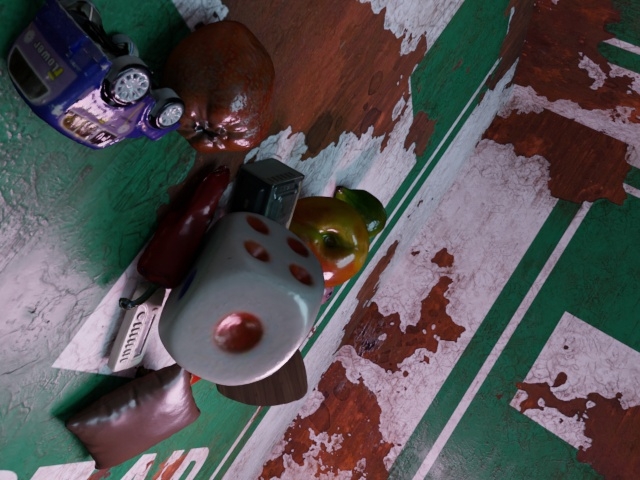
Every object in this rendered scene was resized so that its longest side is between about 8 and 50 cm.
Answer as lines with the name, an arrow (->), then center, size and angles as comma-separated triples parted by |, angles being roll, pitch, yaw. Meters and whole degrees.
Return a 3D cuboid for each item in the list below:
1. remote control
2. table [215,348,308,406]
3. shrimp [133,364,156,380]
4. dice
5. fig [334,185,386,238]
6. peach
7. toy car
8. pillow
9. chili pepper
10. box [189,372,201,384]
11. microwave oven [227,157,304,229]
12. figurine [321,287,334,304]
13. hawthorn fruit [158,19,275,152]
remote control -> -0.437, 0.203, 1.223 | 0.090, 0.049, 0.230 | -12, 130, -64
table -> -0.227, 0.480, 1.904 | 0.317, 0.317, 0.249 | -51, 173, -18
shrimp -> -0.470, 0.383, 1.409 | 0.101, 0.042, 0.190 | -33, 150, -26
dice -> -0.183, 0.129, 1.205 | 0.304, 0.277, 0.304 | -54, -162, 19
fig -> 0.123, -0.130, 1.874 | 0.203, 0.203, 0.235 | -47, 132, -28
peach -> 0.000, 0.000, 1.604 | 0.307, 0.308, 0.332 | -59, -169, 1
toy car -> -0.321, -0.221, 0.751 | 0.158, 0.172, 0.235 | -42, 162, 3
pillow -> -0.475, 0.459, 1.349 | 0.308, 0.108, 0.305 | -24, 143, -23
chili pepper -> -0.312, -0.007, 1.149 | 0.387, 0.110, 0.110 | -60, 160, -5
box -> -0.370, 0.360, 1.602 | 0.112, 0.048, 0.175 | -29, 145, -53
microwave oven -> -0.145, -0.092, 1.360 | 0.163, 0.129, 0.205 | -30, 145, -54
figurine -> -0.027, 0.166, 1.937 | 0.173, 0.173, 0.173 | -47, 157, -27
hawthorn fruit -> -0.172, -0.292, 0.939 | 0.210, 0.211, 0.262 | 87, 17, -57
